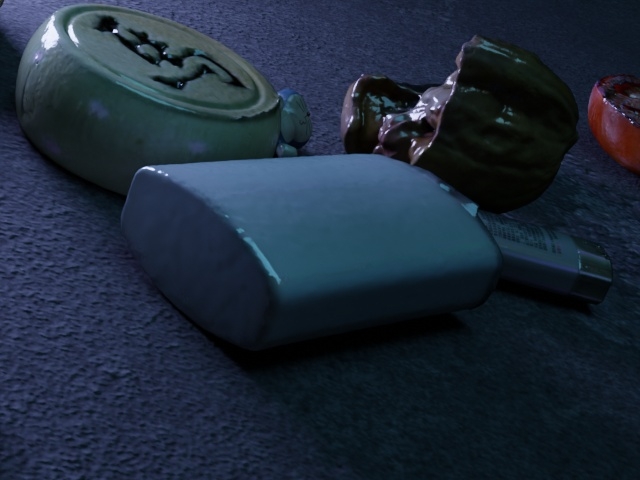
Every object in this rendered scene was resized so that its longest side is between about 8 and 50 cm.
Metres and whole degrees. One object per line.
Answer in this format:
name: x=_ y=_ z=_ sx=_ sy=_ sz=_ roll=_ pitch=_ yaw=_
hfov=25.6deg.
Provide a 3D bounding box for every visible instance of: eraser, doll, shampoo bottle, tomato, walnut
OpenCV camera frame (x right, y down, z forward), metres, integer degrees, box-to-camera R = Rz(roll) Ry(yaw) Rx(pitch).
eraser: x=0.000 y=0.000 z=1.181 sx=0.290 sy=0.104 sz=0.189 roll=-7 pitch=41 yaw=-47
doll: x=-0.040 y=-0.125 z=1.461 sx=0.050 sy=0.076 sz=0.083 roll=-5 pitch=18 yaw=31
shampoo bottle: x=0.170 y=0.004 z=1.375 sx=0.227 sy=0.056 sz=0.086 roll=15 pitch=25 yaw=-16
tomato: x=0.450 y=-0.132 z=1.870 sx=0.225 sy=0.085 sz=0.225 roll=21 pitch=25 yaw=-10
walnut: x=0.143 y=-0.093 z=1.432 sx=0.204 sy=0.238 sz=0.141 roll=38 pitch=56 yaw=-32

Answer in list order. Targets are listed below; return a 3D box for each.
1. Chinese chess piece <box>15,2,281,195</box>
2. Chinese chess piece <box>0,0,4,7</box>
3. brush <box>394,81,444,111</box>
Chinese chess piece: x=-0.158 y=-0.129 z=1.320 sx=0.250 sy=0.101 sz=0.250 roll=19 pitch=24 yaw=-9
Chinese chess piece: x=-0.440 y=-0.295 z=1.420 sx=0.257 sy=0.104 sz=0.257 roll=18 pitch=24 yaw=-8
brush: x=0.142 y=-0.138 z=1.646 sx=0.197 sy=0.059 sz=0.123 roll=-4 pitch=34 yaw=-46
